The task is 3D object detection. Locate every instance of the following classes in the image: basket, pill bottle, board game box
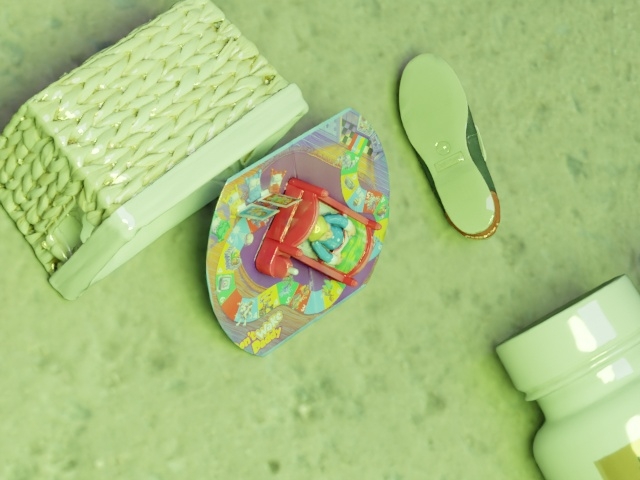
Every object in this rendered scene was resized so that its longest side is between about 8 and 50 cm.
[{"bbox_3d":[-0.110,-0.061,1.112,0.167,0.113,0.103,-37,88,-36],"label":"basket"},{"bbox_3d":[0.216,0.145,1.209,0.131,0.131,0.229,-27,85,-36],"label":"pill bottle"},{"bbox_3d":[0.000,0.000,1.152,0.168,0.033,0.133,-32,128,-36],"label":"board game box"}]

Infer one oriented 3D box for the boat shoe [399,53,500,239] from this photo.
[{"bbox_3d":[0.092,-0.064,1.277,0.137,0.049,0.043,70,13,13],"label":"boat shoe"}]
